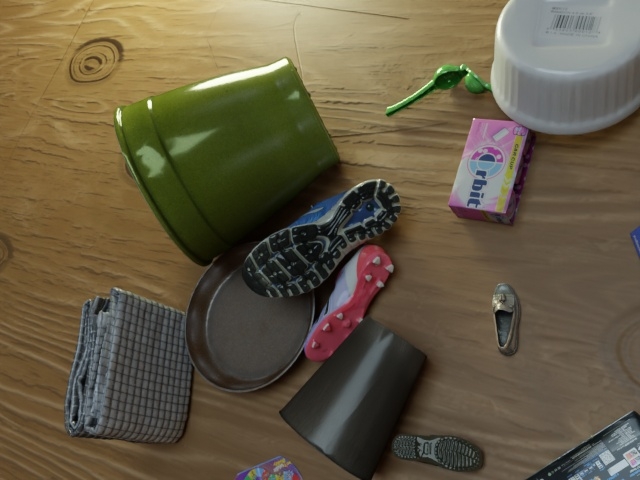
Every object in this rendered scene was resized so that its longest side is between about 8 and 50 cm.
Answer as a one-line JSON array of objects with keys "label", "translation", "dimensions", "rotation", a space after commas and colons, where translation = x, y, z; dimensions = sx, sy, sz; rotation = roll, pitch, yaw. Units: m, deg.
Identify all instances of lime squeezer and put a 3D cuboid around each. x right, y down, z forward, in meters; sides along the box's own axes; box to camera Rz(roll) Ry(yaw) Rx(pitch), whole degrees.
[{"label": "lime squeezer", "translation": [0.271, -0.292, 1.311], "dimensions": [0.310, 0.059, 0.110], "rotation": [11, 64, 37]}]

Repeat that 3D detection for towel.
[{"label": "towel", "translation": [-0.381, 0.259, 1.361], "dimensions": [0.121, 0.235, 0.283], "rotation": [-13, 65, 31]}]

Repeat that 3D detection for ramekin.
[{"label": "ramekin", "translation": [0.431, -0.330, 1.162], "dimensions": [0.277, 0.135, 0.277], "rotation": [-8, 59, 14]}]

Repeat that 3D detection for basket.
[{"label": "basket", "translation": [0.070, 0.258, 1.162], "dimensions": [0.204, 0.154, 0.227], "rotation": [31, 84, 38]}]

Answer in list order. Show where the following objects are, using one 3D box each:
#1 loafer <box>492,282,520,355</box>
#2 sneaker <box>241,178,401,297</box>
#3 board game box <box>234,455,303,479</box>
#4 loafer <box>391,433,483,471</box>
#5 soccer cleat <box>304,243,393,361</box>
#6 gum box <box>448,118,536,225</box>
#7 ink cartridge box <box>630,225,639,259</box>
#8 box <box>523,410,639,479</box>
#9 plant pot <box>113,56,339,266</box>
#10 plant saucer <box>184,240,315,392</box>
[{"label": "loafer", "translation": [0.312, 0.129, 1.139], "dimensions": [0.045, 0.039, 0.125], "rotation": [-9, 67, 27]}, {"label": "sneaker", "translation": [0.000, 0.000, 1.304], "dimensions": [0.330, 0.147, 0.129], "rotation": [-31, 96, -4]}, {"label": "board game box", "translation": [-0.107, 0.476, 1.240], "dimensions": [0.169, 0.033, 0.133], "rotation": [-27, 60, 17]}, {"label": "loafer", "translation": [0.193, 0.346, 1.116], "dimensions": [0.148, 0.050, 0.056], "rotation": [8, 78, 15]}, {"label": "soccer cleat", "translation": [0.046, 0.116, 1.281], "dimensions": [0.248, 0.083, 0.095], "rotation": [-57, 29, 3]}, {"label": "gum box", "translation": [0.314, -0.131, 1.228], "dimensions": [0.107, 0.062, 0.188], "rotation": [11, 76, 32]}, {"label": "ink cartridge box", "translation": [0.595, -0.007, 0.953], "dimensions": [0.311, 0.065, 0.185], "rotation": [129, 137, -52]}, {"label": "box", "translation": [0.416, 0.378, 0.967], "dimensions": [0.220, 0.051, 0.175], "rotation": [-38, 52, 10]}, {"label": "plant pot", "translation": [-0.163, -0.188, 1.377], "dimensions": [0.353, 0.366, 0.366], "rotation": [-27, 59, 3]}, {"label": "plant saucer", "translation": [-0.139, 0.155, 1.376], "dimensions": [0.311, 0.050, 0.310], "rotation": [-11, 65, 25]}]
